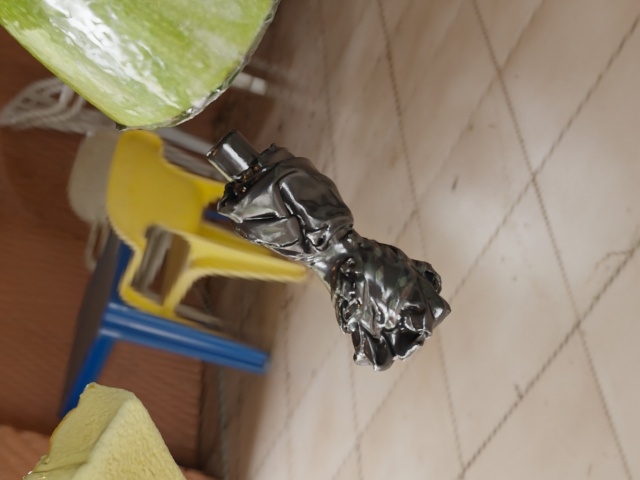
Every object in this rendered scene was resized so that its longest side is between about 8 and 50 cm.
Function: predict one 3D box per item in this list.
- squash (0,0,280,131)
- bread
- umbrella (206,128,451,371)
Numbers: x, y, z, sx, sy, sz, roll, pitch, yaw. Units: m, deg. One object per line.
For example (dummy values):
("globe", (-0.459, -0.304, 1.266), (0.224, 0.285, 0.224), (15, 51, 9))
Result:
("squash", (-0.230, -0.298, 1.043), (0.310, 0.309, 0.310), (-22, 56, 37))
("bread", (-0.184, 0.237, 1.008), (0.068, 0.188, 0.125), (0, 41, 30))
("umbrella", (0.001, 0.000, 1.052), (0.122, 0.272, 0.110), (-48, 5, -27))
